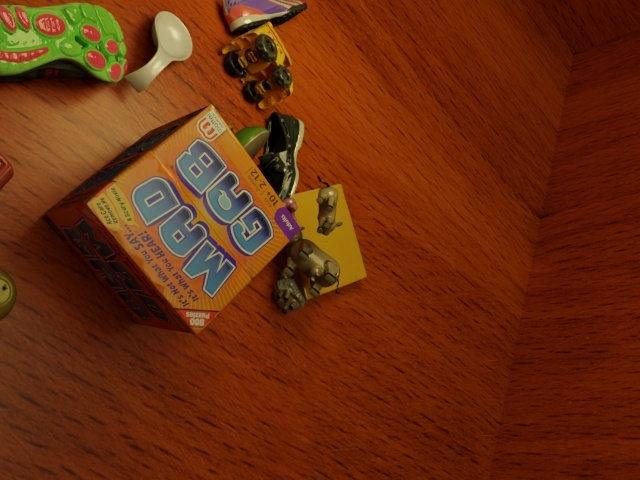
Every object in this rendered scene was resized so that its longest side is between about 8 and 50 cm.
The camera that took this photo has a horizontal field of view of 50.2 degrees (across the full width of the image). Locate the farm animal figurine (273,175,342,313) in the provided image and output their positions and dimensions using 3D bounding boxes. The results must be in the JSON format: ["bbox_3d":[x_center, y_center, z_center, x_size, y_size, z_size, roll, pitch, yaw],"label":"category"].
[{"bbox_3d":[-0.043,0.010,1.950,0.326,0.330,0.172,57,20,-15],"label":"farm animal figurine"}]

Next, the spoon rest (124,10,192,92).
[{"bbox_3d":[-0.418,-0.504,1.812,0.137,0.084,0.276,49,44,-33],"label":"spoon rest"}]

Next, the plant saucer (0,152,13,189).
[{"bbox_3d":[-0.767,-0.168,1.391,0.258,0.048,0.259,55,31,-29],"label":"plant saucer"}]

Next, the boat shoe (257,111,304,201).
[{"bbox_3d":[-0.132,-0.239,2.017,0.113,0.127,0.340,30,61,-36],"label":"boat shoe"}]

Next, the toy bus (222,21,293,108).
[{"bbox_3d":[-0.159,-0.540,2.058,0.220,0.150,0.211,57,34,-21],"label":"toy bus"}]

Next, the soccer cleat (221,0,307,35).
[{"bbox_3d":[-0.167,-0.721,2.099,0.318,0.109,0.116,-30,98,-40],"label":"soccer cleat"}]

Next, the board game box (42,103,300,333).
[{"bbox_3d":[-0.346,-0.043,1.586,0.356,0.357,0.356,-46,113,-27],"label":"board game box"}]

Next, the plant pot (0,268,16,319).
[{"bbox_3d":[-0.699,0.112,1.440,0.134,0.095,0.134,9,76,-41],"label":"plant pot"}]

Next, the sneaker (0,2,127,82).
[{"bbox_3d":[-0.633,-0.449,1.556,0.483,0.202,0.185,-16,108,-61],"label":"sneaker"}]

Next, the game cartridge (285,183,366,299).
[{"bbox_3d":[0.000,0.000,2.151,0.285,0.053,0.323,-16,91,-43],"label":"game cartridge"}]

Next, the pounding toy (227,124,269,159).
[{"bbox_3d":[-0.260,-0.259,1.899,0.110,0.183,0.237,44,54,3],"label":"pounding toy"}]
